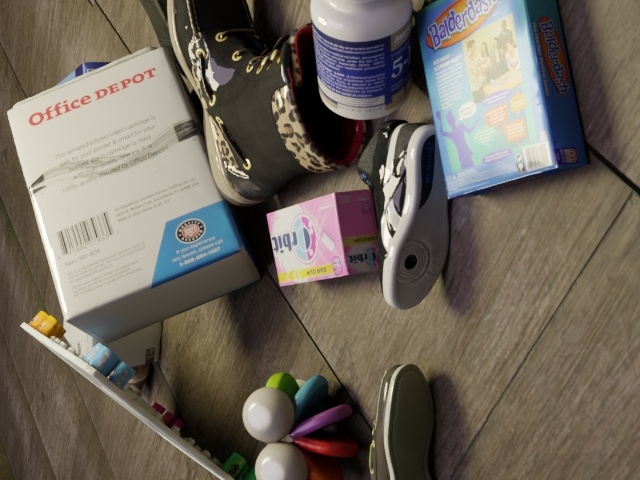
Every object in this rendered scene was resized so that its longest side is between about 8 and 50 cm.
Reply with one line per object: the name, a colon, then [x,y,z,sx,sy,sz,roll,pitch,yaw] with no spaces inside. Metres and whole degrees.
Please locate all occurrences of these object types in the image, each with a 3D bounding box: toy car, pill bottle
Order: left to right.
toy car: [-0.015,0.269,1.181,0.136,0.159,0.181,-18,79,22]
pill bottle: [0.046,-0.235,0.927,0.112,0.112,0.186,57,166,33]

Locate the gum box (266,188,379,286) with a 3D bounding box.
gum box: [0.000,0.000,1.150,0.188,0.062,0.107,-13,85,57]

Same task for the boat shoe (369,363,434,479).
boat shoe: [0.094,0.258,1.044,0.069,0.081,0.227,10,107,52]

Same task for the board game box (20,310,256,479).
board game box: [-0.324,0.282,1.499,0.390,0.050,0.390,47,160,-28]

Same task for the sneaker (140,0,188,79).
sneaker: [-0.219,-0.380,1.397,0.087,0.130,0.227,24,144,47]

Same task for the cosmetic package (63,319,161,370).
cosmetic package: [-0.440,0.163,1.771,0.184,0.152,0.151,34,125,49]

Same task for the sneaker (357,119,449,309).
sneaker: [0.092,-0.036,1.001,0.121,0.079,0.216,25,109,56]

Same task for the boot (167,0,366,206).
boot: [-0.078,-0.242,1.149,0.284,0.138,0.377,-6,95,58]

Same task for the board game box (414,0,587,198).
board game box: [0.178,-0.160,0.859,0.160,0.047,0.210,-14,85,57]

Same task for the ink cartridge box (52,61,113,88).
ink cartridge box: [-0.435,-0.199,1.697,0.395,0.151,0.269,-9,89,55]

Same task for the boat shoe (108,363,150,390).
boat shoe: [-0.475,0.245,1.891,0.285,0.103,0.092,39,123,39]

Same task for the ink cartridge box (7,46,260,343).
ink cartridge box: [-0.302,-0.076,1.365,0.166,0.286,0.394,70,178,-68]
